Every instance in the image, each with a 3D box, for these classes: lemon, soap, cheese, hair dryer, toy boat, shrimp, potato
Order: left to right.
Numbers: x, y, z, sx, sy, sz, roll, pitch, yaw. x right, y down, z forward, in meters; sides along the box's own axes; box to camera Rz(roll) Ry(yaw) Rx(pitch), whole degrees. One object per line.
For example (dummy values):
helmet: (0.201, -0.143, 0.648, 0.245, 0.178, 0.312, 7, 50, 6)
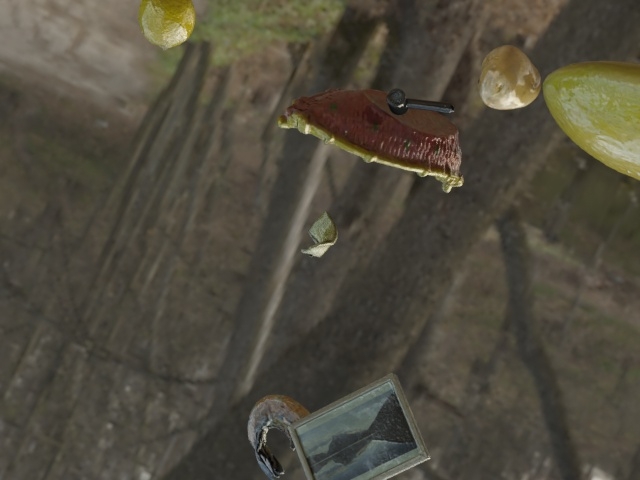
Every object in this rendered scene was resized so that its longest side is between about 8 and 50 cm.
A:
lemon: (-0.289, -0.424, 2.465, 0.109, 0.133, 0.109, 4, -150, -2)
shrimp: (-0.037, 0.366, 2.277, 0.219, 0.152, 0.046, 33, -155, 12)
cheese: (0.001, 0.001, 2.083, 0.041, 0.060, 0.084, 35, -144, -12)
toy boat: (0.090, -0.135, 1.701, 0.318, 0.099, 0.141, 17, -146, -40)
hair dryer: (0.124, -0.167, 1.620, 0.083, 0.026, 0.047, 10, 177, 8)
potato: (0.203, -0.173, 1.400, 0.083, 0.068, 0.062, 13, -155, -31)
soap: (0.480, -0.124, 1.633, 0.427, 0.115, 0.306, 17, 174, 30)

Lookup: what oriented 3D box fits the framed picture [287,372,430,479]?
framed picture: (0.058, 0.319, 2.077, 0.015, 0.203, 0.150, 28, -143, -63)
